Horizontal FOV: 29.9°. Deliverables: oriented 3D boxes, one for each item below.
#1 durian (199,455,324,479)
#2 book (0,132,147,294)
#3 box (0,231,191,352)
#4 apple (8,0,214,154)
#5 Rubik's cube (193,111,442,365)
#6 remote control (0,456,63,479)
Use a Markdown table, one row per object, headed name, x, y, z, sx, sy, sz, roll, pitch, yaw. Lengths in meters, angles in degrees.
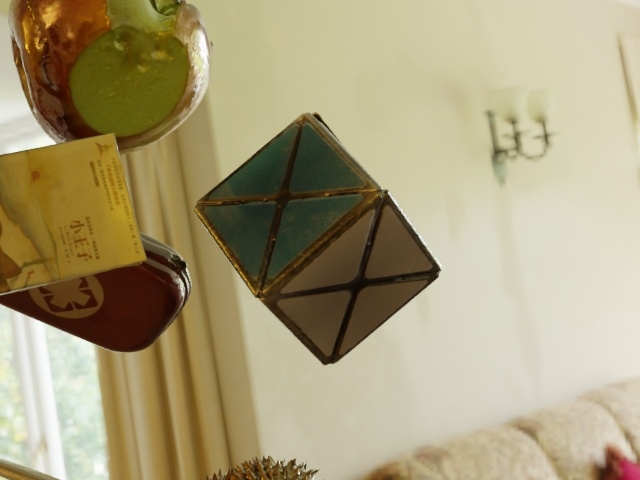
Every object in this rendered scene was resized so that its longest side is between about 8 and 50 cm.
| name | x | y | z | sx | sy | sz | roll | pitch | yaw |
| --- | --- | --- | --- | --- | --- | --- | --- | --- | --- |
| durian | -0.110 | 0.553 | 2.062 | 0.347 | 0.348 | 0.384 | -9 | 19 | -1 |
| book | -0.412 | -0.031 | 1.701 | 0.289 | 0.201 | 0.026 | -14 | -3 | -16 |
| box | -0.432 | 0.054 | 2.107 | 0.404 | 0.108 | 0.263 | 25 | -52 | -17 |
| apple | -0.363 | -0.337 | 2.112 | 0.374 | 0.374 | 0.384 | -8 | -28 | -13 |
| Rubik's cube | 0.000 | 0.000 | 1.888 | 0.260 | 0.259 | 0.255 | -39 | -41 | 3 |
| remote control | -0.385 | 0.342 | 1.669 | 0.261 | 0.029 | 0.067 | 14 | -9 | 24 |
